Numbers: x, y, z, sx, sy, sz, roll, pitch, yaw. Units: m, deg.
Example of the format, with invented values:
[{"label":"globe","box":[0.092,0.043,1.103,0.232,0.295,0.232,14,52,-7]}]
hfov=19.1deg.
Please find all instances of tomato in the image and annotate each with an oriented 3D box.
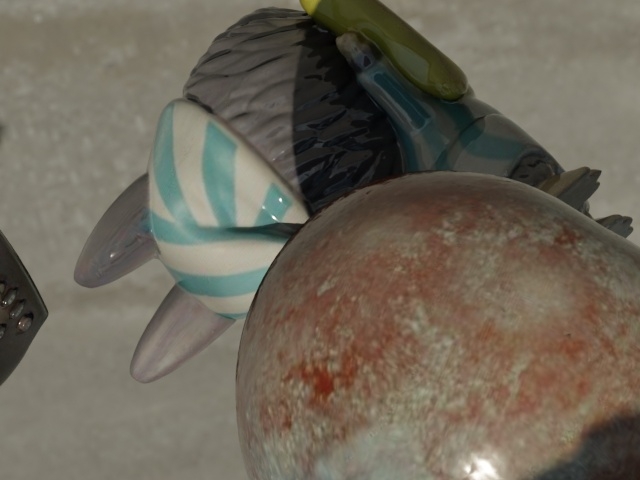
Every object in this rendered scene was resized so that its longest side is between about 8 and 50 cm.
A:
[{"label":"tomato","box":[0.101,0.100,1.190,0.317,0.282,0.316,24,160,9]}]

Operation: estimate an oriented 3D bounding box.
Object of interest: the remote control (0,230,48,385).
[{"label":"remote control","box":[-0.130,-0.009,0.551,0.059,0.028,0.212,-53,155,-19]}]

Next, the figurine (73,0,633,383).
[{"label":"figurine","box":[0.000,0.000,1.601,0.377,0.361,0.266,-50,148,3]}]
